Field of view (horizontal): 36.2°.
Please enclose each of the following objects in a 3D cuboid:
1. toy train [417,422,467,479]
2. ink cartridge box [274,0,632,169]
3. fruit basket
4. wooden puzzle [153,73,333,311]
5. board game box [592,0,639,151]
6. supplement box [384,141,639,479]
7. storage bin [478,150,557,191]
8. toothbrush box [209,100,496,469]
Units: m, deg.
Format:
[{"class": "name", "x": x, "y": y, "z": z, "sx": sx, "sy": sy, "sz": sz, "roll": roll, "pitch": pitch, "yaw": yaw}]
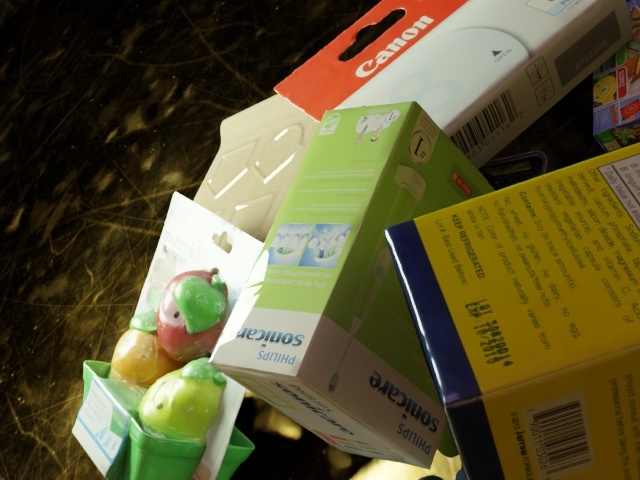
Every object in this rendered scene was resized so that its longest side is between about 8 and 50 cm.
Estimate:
[{"class": "toy train", "x": 0.165, "y": 0.168, "z": 0.947, "sx": 0.143, "sy": 0.105, "sz": 0.248, "roll": -30, "pitch": 37, "yaw": 46}, {"class": "ink cartridge box", "x": 0.134, "y": -0.244, "z": 1.214, "sx": 0.308, "sy": 0.091, "sz": 0.385, "roll": -41, "pitch": 43, "yaw": -9}, {"class": "fruit basket", "x": -0.181, "y": 0.139, "z": 1.211, "sx": 0.327, "sy": 0.166, "sz": 0.352, "roll": 29, "pitch": 107, "yaw": 54}, {"class": "wooden puzzle", "x": -0.103, "y": -0.043, "z": 1.413, "sx": 0.322, "sy": 0.081, "sz": 0.347, "roll": -14, "pitch": 52, "yaw": 55}, {"class": "board game box", "x": 0.379, "y": -0.205, "z": 1.114, "sx": 0.136, "sy": 0.035, "sz": 0.201, "roll": -19, "pitch": 45, "yaw": 36}, {"class": "supplement box", "x": 0.258, "y": 0.060, "z": 0.757, "sx": 0.357, "sy": 0.195, "sz": 0.194, "roll": -18, "pitch": 41, "yaw": 4}, {"class": "storage bin", "x": 0.200, "y": 0.004, "z": 1.066, "sx": 0.122, "sy": 0.084, "sz": 0.180, "roll": -10, "pitch": 49, "yaw": 42}, {"class": "toothbrush box", "x": 0.053, "y": 0.042, "z": 0.935, "sx": 0.122, "sy": 0.206, "sz": 0.283, "roll": 0, "pitch": 60, "yaw": 44}]
